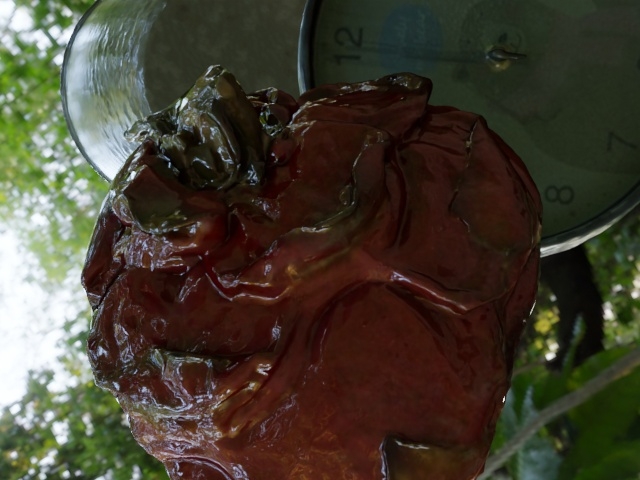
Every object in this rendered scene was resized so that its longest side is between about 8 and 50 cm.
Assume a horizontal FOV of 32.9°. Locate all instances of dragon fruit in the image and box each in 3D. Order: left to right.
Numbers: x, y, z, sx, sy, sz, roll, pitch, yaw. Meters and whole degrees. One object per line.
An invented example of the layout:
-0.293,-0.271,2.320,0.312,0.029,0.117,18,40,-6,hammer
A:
0.000,0.000,0.545,0.205,0.152,0.317,23,-130,-20,dragon fruit

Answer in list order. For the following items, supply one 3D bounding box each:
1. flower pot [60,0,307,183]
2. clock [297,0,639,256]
-0.130,-0.182,1.216,0.294,0.293,0.330,54,167,-14,flower pot
0.118,-0.123,0.733,0.281,0.280,0.055,60,-173,3,clock
